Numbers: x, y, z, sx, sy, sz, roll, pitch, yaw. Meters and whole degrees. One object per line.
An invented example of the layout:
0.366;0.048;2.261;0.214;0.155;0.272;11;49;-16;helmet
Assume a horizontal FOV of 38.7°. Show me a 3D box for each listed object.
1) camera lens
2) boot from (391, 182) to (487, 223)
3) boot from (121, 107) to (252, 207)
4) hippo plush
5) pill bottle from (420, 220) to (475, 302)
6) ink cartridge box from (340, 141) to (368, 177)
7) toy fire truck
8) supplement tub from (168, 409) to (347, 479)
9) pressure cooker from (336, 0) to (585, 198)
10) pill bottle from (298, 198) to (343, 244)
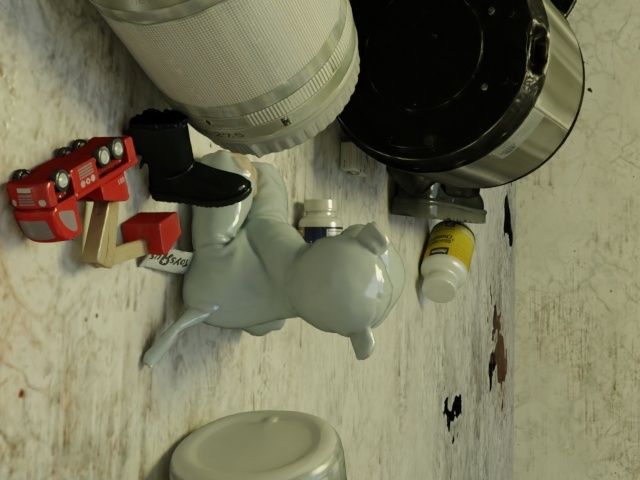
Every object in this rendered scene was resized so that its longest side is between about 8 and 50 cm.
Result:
-0.093;-0.240;0.897;0.274;0.219;0.219;55;40;-55;camera lens
0.280;-0.263;1.879;0.367;0.146;0.445;1;96;-68;boot
-0.136;-0.086;0.931;0.045;0.121;0.099;-69;156;-48;boot
-0.027;0.011;1.038;0.294;0.237;0.234;-7;96;-69;hippo plush
0.276;0.047;1.996;0.184;0.103;0.103;-68;149;-45;pill bottle
0.054;-0.138;1.534;0.083;0.028;0.048;22;68;-67;ink cartridge box
-0.204;-0.025;0.847;0.192;0.047;0.135;-49;136;-58;toy fire truck
-0.055;0.368;1.021;0.193;0.194;0.316;-36;122;-64;supplement tub
0.237;-0.265;1.511;0.420;0.370;0.375;5;79;-62;pressure cooker
0.000;0.000;1.341;0.067;0.067;0.120;2;88;-69;pill bottle
